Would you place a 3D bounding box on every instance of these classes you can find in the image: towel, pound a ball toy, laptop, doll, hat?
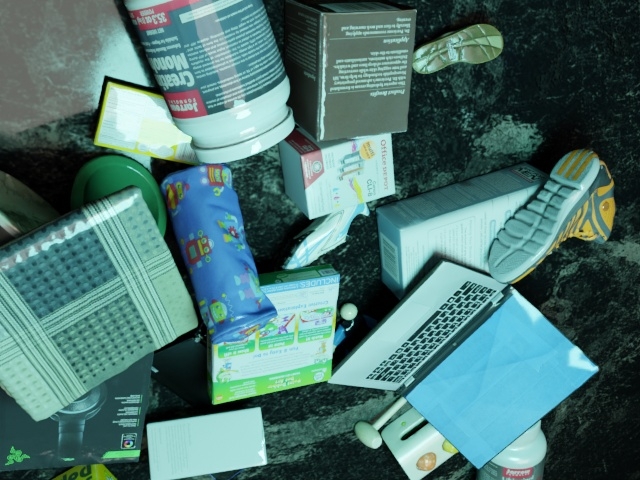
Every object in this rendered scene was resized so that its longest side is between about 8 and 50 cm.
[{"bbox_3d":[-0.362,0.099,0.990,0.312,0.056,0.324,-31,137,-20],"label":"towel"},{"bbox_3d":[0.270,0.462,1.628,0.319,0.136,0.208,-34,125,-6],"label":"pound a ball toy"},{"bbox_3d":[-0.194,0.214,1.353,0.234,0.136,0.264,48,65,-36],"label":"laptop"},{"bbox_3d":[0.073,0.219,1.461,0.129,0.046,0.189,-20,123,-16],"label":"doll"},{"bbox_3d":[-0.383,-0.020,1.132,0.172,0.183,0.209,14,66,-42],"label":"hat"},{"bbox_3d":[0.303,0.284,1.414,0.407,0.236,0.382,18,121,-44],"label":"laptop"}]

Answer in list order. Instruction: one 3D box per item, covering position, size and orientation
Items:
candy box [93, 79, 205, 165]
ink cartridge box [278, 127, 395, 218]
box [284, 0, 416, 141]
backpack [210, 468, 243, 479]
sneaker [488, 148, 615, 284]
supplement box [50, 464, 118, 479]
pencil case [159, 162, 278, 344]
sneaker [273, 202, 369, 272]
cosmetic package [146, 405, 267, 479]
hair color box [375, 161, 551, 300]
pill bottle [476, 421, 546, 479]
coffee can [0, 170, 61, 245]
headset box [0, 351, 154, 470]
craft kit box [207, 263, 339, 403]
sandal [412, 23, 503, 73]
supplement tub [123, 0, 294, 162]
[{"bbox_3d":[-0.262,-0.189,1.098,0.205,0.027,0.105,10,109,-29],"label":"candy box"},{"bbox_3d":[0.030,-0.140,1.201,0.176,0.127,0.128,-18,122,-17],"label":"ink cartridge box"},{"bbox_3d":[0.042,-0.292,1.102,0.168,0.167,0.203,-9,119,-21],"label":"box"},{"bbox_3d":[-0.200,0.451,1.430,0.114,0.084,0.105,-31,126,-1],"label":"backpack"},{"bbox_3d":[0.495,-0.014,1.352,0.180,0.124,0.321,36,96,-34],"label":"sneaker"},{"bbox_3d":[-0.449,0.654,1.354,0.194,0.195,0.357,-29,125,-9],"label":"supplement box"},{"bbox_3d":[-0.169,0.018,1.109,0.119,0.306,0.133,-25,167,25],"label":"pencil case"},{"bbox_3d":[0.000,0.000,1.284,0.086,0.085,0.237,43,92,-17],"label":"sneaker"},{"bbox_3d":[-0.229,0.410,1.340,0.230,0.085,0.118,-5,79,-8],"label":"cosmetic package"},{"bbox_3d":[0.313,-0.019,1.407,0.374,0.113,0.186,-17,122,-16],"label":"hair color box"},{"bbox_3d":[0.513,0.584,1.781,0.176,0.176,0.319,-15,121,-17],"label":"pill bottle"},{"bbox_3d":[-0.530,0.052,0.994,0.275,0.201,0.201,-45,125,2],"label":"coffee can"},{"bbox_3d":[-0.443,0.270,1.187,0.246,0.131,0.283,4,114,-23],"label":"headset box"},{"bbox_3d":[-0.091,0.178,1.262,0.249,0.061,0.247,-6,115,-23],"label":"craft kit box"},{"bbox_3d":[0.253,-0.363,1.242,0.180,0.049,0.072,-16,117,0],"label":"sandal"},{"bbox_3d":[-0.158,-0.275,0.991,0.191,0.191,0.272,-25,118,-12],"label":"supplement tub"}]
